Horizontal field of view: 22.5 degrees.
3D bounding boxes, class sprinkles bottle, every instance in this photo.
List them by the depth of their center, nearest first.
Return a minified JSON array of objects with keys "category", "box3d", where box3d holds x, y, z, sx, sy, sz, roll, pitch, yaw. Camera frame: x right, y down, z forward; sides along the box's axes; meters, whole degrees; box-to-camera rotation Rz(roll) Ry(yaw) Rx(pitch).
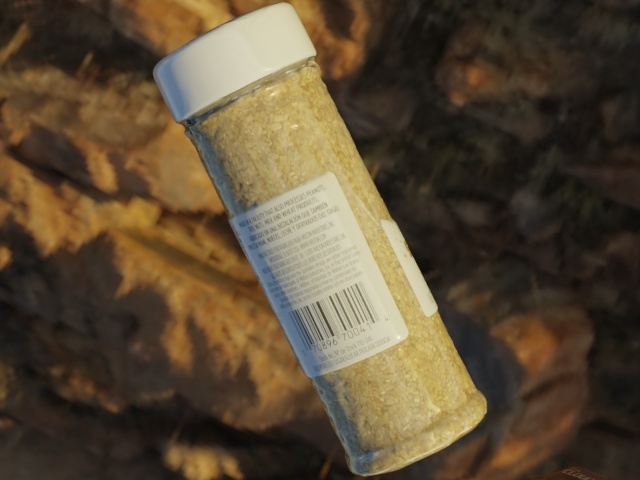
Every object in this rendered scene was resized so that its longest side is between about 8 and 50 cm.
[{"category":"sprinkles bottle","box3d":[0.000,0.000,1.233,0.121,0.121,0.355,-22,95,54]}]

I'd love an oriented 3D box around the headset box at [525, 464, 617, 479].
[{"category":"headset box","box3d":[0.207,0.305,1.460,0.218,0.293,0.110,15,114,61]}]
